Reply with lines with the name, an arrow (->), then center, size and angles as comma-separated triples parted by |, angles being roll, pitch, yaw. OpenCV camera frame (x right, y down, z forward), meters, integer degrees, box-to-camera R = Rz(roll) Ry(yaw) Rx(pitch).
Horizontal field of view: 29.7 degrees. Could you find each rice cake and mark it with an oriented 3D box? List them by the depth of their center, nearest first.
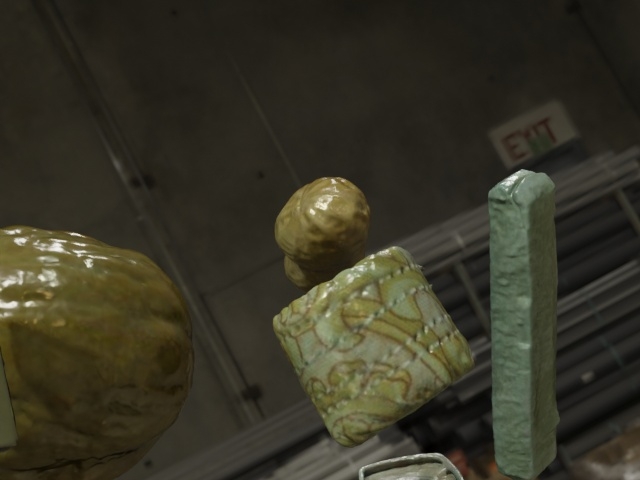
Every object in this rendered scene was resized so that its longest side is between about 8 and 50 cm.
rice cake -> 0.102, 0.046, 0.605 | 0.029, 0.171, 0.033 | 12, 31, 34

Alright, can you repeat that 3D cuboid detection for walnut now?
walnut -> -0.259, 0.109, 1.150 | 0.283, 0.283, 0.227 | -22, -5, -35

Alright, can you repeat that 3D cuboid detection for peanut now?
peanut -> 0.000, 0.000, 1.536 | 0.120, 0.110, 0.236 | -30, -16, -20

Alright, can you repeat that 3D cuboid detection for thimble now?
thimble -> 0.057, 0.096, 1.151 | 0.190, 0.143, 0.137 | -25, -12, -48

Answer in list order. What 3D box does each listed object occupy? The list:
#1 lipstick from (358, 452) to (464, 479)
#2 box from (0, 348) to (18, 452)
lipstick -> 0.067, 0.266, 0.777 | 0.079, 0.253, 0.077 | -10, 19, -10
box -> -0.365, 0.067, 0.814 | 0.084, 0.198, 0.310 | -22, -15, 33
